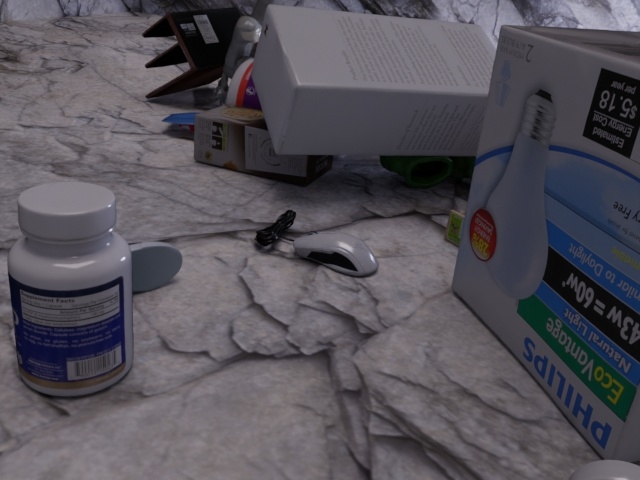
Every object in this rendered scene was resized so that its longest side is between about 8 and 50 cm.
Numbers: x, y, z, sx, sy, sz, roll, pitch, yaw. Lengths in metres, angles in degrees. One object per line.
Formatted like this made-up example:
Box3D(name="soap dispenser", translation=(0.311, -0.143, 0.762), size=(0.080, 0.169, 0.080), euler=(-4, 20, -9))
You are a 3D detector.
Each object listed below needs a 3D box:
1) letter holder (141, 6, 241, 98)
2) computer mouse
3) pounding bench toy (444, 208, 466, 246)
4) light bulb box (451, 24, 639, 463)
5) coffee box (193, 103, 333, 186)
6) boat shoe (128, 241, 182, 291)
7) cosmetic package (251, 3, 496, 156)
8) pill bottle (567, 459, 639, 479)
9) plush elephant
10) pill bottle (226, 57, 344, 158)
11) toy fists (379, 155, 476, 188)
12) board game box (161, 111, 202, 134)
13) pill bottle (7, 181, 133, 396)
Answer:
Box3D(name="letter holder", translation=(-0.352, -0.508, 1.764), size=(0.214, 0.152, 0.302), euler=(-20, 10, 33))
Box3D(name="computer mouse", translation=(0.000, 0.000, 0.962), size=(0.193, 0.042, 0.106), euler=(18, 26, 24))
Box3D(name="pounding bench toy", translation=(0.255, -0.014, 1.046), size=(0.065, 0.052, 0.083), euler=(-9, 29, -32))
Box3D(name="light bulb box", translation=(0.342, -0.022, 0.711), size=(0.225, 0.361, 0.358), euler=(-3, 26, -16))
Box3D(name="coffee box", translation=(-0.110, -0.195, 1.294), size=(0.246, 0.098, 0.141), euler=(15, 26, 18))
Box3D(name="boat shoe", translation=(-0.270, 0.027, 0.806), size=(0.183, 0.065, 0.083), euler=(-14, 33, -36))
Box3D(name="cosmetic package", translation=(0.122, -0.289, 1.211), size=(0.453, 0.161, 0.230), euler=(-2, 52, -22))
Box3D(name="pill bottle", translation=(0.189, 0.233, 0.416), size=(0.108, 0.108, 0.193), euler=(16, 26, 20))
Box3D(name="plush elephant", translation=(-0.109, -0.422, 1.646), size=(0.255, 0.330, 0.272), euler=(28, 37, -7))
Box3D(name="pill bottle", translation=(-0.028, -0.283, 1.409), size=(0.323, 0.181, 0.181), euler=(14, 25, 17))
Box3D(name="toy fists", translation=(0.252, -0.175, 1.350), size=(0.279, 0.096, 0.142), euler=(-5, 42, -24))
Box3D(name="board game box", translation=(-0.288, -0.267, 1.494), size=(0.133, 0.033, 0.169), euler=(1, 19, 1))
Box3D(name="pill bottle", translation=(-0.239, 0.044, 0.628), size=(0.112, 0.187, 0.112), euler=(6, 24, -2))
